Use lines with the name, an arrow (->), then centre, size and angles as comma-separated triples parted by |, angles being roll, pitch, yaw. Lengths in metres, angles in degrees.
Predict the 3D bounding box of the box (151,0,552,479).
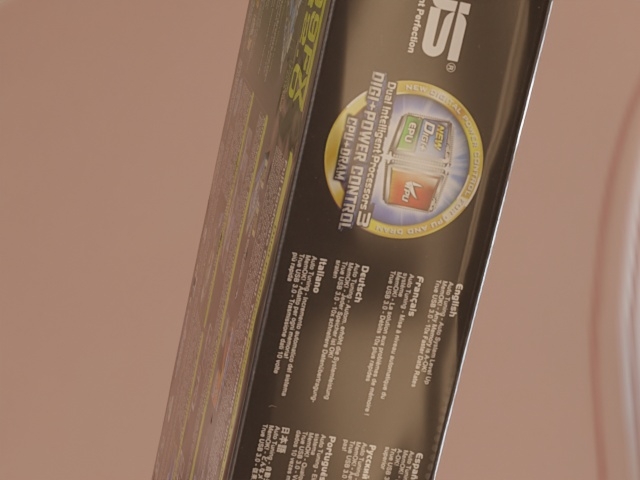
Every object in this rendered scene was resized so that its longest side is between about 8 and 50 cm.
box -> 0.000, 0.000, 0.581 | 0.060, 0.216, 0.270 | 10, -79, -10
